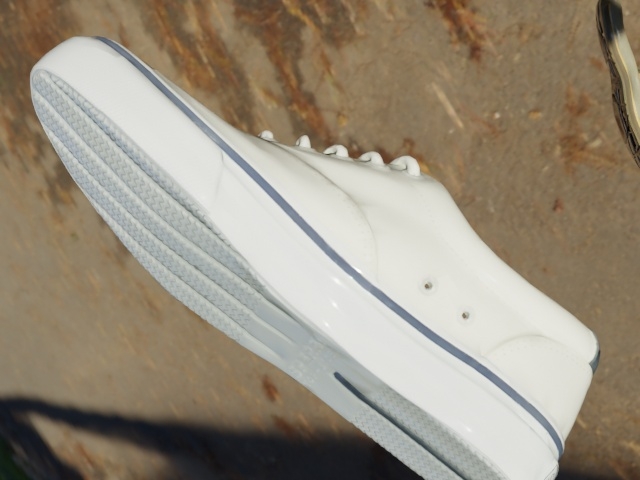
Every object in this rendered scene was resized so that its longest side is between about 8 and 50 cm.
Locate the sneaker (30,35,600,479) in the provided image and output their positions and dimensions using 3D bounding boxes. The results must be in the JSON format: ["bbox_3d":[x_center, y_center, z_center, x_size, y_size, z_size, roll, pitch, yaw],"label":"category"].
[{"bbox_3d":[0.000,0.000,0.384,0.258,0.091,0.094,41,151,-2],"label":"sneaker"}]

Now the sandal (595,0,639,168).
[{"bbox_3d":[0.293,-0.138,0.851,0.072,0.049,0.180,-77,-31,-72],"label":"sandal"}]
